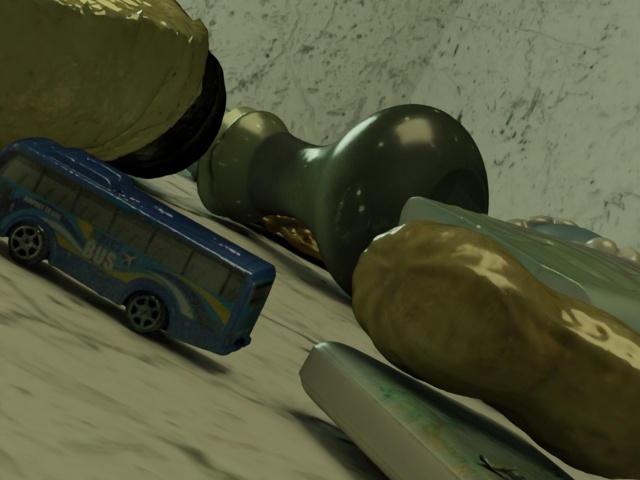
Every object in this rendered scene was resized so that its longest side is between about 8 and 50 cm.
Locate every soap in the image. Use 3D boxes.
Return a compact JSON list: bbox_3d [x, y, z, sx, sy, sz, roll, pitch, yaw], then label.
[{"bbox_3d":[0.232,0.078,1.399,0.347,0.115,0.208,15,12,-38],"label":"soap"}]

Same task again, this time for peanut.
[{"bbox_3d":[0.100,0.055,0.822,0.187,0.082,0.082,32,4,-5],"label":"peanut"}]

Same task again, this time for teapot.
[{"bbox_3d":[0.015,-0.045,1.523,0.251,0.184,0.183,18,-2,36],"label":"teapot"}]

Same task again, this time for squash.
[{"bbox_3d":[-0.174,-0.140,1.513,0.193,0.156,0.193,52,2,-2],"label":"squash"}]

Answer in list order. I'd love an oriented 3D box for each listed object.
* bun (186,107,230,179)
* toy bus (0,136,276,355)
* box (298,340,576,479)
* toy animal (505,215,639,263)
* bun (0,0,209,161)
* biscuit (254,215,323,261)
[{"bbox_3d":[-0.106,-0.096,1.892,0.141,0.083,0.141,35,-2,2],"label":"bun"},{"bbox_3d":[-0.097,0.003,0.849,0.153,0.061,0.051,30,10,12],"label":"toy bus"},{"bbox_3d":[0.092,0.122,0.745,0.142,0.044,0.285,30,3,-26],"label":"box"},{"bbox_3d":[0.257,0.064,1.751,0.208,0.156,0.204,22,2,-21],"label":"toy animal"},{"bbox_3d":[-0.208,-0.123,1.068,0.259,0.152,0.259,25,17,-8],"label":"bun"},{"bbox_3d":[-0.001,0.001,1.692,0.224,0.033,0.144,28,2,4],"label":"biscuit"}]
